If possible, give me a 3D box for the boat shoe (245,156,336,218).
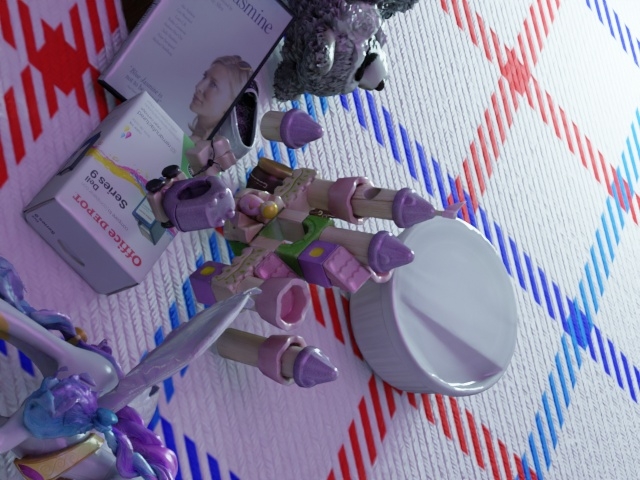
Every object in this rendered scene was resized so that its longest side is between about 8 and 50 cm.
[{"bbox_3d":[-0.021,-0.060,1.742,0.207,0.073,0.073,17,103,-33],"label":"boat shoe"}]

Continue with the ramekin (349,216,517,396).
[{"bbox_3d":[0.161,0.107,1.800,0.273,0.127,0.273,15,66,-38],"label":"ramekin"}]

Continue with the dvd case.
[{"bbox_3d":[-0.161,-0.260,1.618,0.180,0.022,0.253,40,79,-33],"label":"dvd case"}]

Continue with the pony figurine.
[{"bbox_3d":[-0.259,0.170,1.304,0.363,0.303,0.351,33,36,-4],"label":"pony figurine"}]

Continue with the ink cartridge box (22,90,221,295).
[{"bbox_3d":[-0.247,-0.059,1.520,0.154,0.093,0.212,49,53,-20],"label":"ink cartridge box"}]

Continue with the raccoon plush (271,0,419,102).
[{"bbox_3d":[-0.046,-0.404,1.802,0.446,0.216,0.299,40,63,11],"label":"raccoon plush"}]

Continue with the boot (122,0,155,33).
[{"bbox_3d":[-0.196,-0.356,1.674,0.165,0.077,0.213,-5,79,-45],"label":"boot"}]

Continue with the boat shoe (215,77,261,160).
[{"bbox_3d":[-0.112,-0.203,1.703,0.066,0.063,0.184,25,61,-33],"label":"boat shoe"}]

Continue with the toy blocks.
[{"bbox_3d":[0.000,0.000,1.520,0.288,0.260,0.309,-46,132,-34],"label":"toy blocks"}]
